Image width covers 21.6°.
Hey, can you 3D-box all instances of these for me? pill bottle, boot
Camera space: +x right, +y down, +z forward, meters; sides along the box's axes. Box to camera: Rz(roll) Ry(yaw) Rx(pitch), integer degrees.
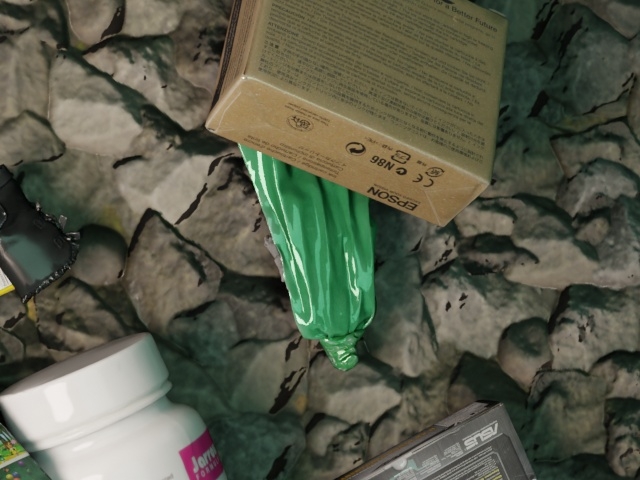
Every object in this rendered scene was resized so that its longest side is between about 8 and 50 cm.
[{"bbox_3d":[-0.146,0.229,1.351,0.160,0.160,0.283,-24,96,-19],"label":"pill bottle"},{"bbox_3d":[-0.262,0.008,1.356,0.121,0.045,0.099,-45,106,-21],"label":"boot"}]

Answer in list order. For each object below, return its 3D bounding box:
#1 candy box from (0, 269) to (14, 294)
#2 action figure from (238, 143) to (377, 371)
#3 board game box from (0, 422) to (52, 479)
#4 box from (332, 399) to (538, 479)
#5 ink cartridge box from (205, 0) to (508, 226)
[{"bbox_3d":[-0.330,-0.035,1.368,0.105,0.027,0.206,-26,96,-19],"label":"candy box"},{"bbox_3d":[0.000,0.000,1.465,0.137,0.063,0.232,-9,87,-22],"label":"action figure"},{"bbox_3d":[-0.305,0.228,1.221,0.303,0.097,0.224,44,43,16],"label":"board game box"},{"bbox_3d":[0.096,0.273,1.491,0.231,0.056,0.183,-27,97,-18],"label":"box"},{"bbox_3d":[0.036,-0.145,1.434,0.234,0.088,0.193,22,52,-16],"label":"ink cartridge box"}]
